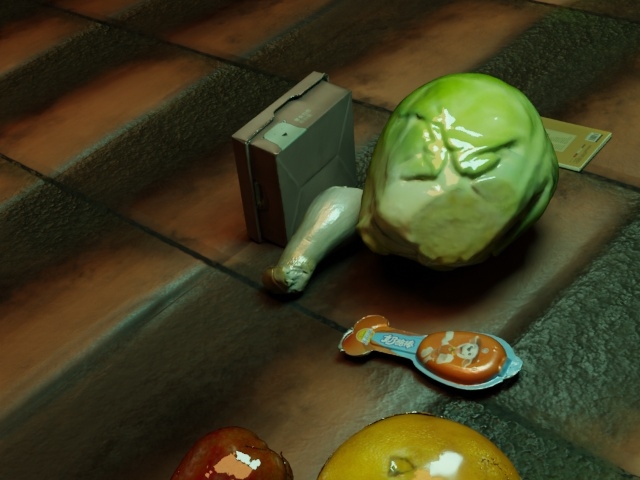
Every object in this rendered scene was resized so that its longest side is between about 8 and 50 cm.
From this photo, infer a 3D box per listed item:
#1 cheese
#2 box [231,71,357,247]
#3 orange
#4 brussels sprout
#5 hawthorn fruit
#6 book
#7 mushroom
[{"bbox_3d":[0.147,0.148,1.382,0.256,0.037,0.106,11,41,28],"label":"cheese"},{"bbox_3d":[-0.034,-0.129,1.659,0.086,0.215,0.215,24,49,28],"label":"box"},{"bbox_3d":[0.101,0.297,1.048,0.240,0.240,0.240,-8,36,6],"label":"orange"},{"bbox_3d":[0.202,-0.087,1.503,0.268,0.344,0.344,26,40,-6],"label":"brussels sprout"},{"bbox_3d":[-0.112,0.299,1.177,0.172,0.148,0.148,-40,44,-22],"label":"hawthorn fruit"},{"bbox_3d":[0.393,-0.170,1.754,0.172,0.012,0.118,19,47,36],"label":"book"},{"bbox_3d":[0.000,0.000,1.583,0.116,0.093,0.225,-40,15,53],"label":"mushroom"}]
